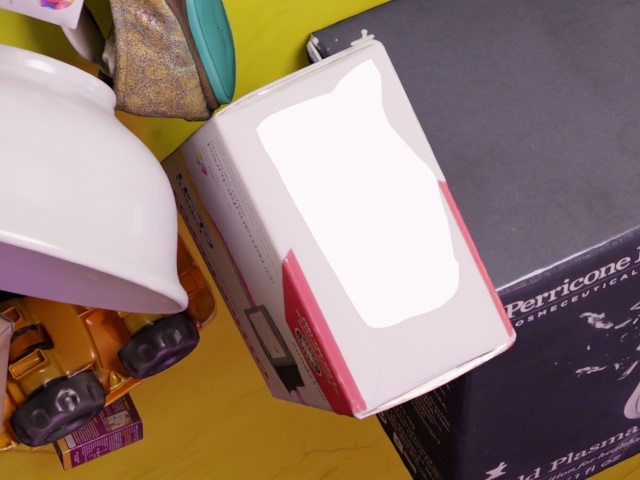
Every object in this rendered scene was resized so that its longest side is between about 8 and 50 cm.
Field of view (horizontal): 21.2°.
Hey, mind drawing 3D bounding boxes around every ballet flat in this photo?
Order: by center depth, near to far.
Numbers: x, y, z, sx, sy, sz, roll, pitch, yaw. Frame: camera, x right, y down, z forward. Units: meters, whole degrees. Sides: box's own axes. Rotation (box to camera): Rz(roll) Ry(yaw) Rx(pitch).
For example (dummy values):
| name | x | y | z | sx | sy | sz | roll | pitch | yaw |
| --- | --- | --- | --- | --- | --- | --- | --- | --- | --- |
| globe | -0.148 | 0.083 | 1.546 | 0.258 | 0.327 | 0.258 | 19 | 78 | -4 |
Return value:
| name | x | y | z | sx | sy | sz | roll | pitch | yaw |
| --- | --- | --- | --- | --- | --- | --- | --- | --- | --- |
| ballet flat | -0.126 | -0.193 | 1.086 | 0.123 | 0.123 | 0.348 | -24 | 150 | -11 |

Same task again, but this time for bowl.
| name | x | y | z | sx | sy | sz | roll | pitch | yaw |
| --- | --- | --- | --- | --- | --- | --- | --- | --- | --- |
| bowl | -0.218 | -0.050 | 1.131 | 0.298 | 0.134 | 0.298 | 13 | 171 | 2 |

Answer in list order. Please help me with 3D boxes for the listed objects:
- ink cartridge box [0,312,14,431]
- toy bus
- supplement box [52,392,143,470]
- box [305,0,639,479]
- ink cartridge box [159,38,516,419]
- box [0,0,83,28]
| name | x | y | z | sx | sy | sz | roll | pitch | yaw |
| --- | --- | --- | --- | --- | --- | --- | --- | --- | --- |
| ink cartridge box | -0.319 | 0.165 | 1.232 | 0.193 | 0.088 | 0.234 | -50 | 164 | -40 |
| toy bus | -0.192 | 0.080 | 1.436 | 0.220 | 0.149 | 0.211 | -32 | 165 | -2 |
| supplement box | -0.218 | 0.176 | 1.642 | 0.083 | 0.055 | 0.043 | -20 | 152 | -16 |
| box | 0.264 | -0.031 | 1.517 | 0.480 | 0.297 | 0.472 | -24 | 149 | -11 |
| ink cartridge box | 0.000 | 0.000 | 1.236 | 0.131 | 0.226 | 0.306 | -27 | -178 | -13 |
| box | -0.213 | -0.202 | 0.961 | 0.186 | 0.038 | 0.145 | 14 | 138 | -9 |
